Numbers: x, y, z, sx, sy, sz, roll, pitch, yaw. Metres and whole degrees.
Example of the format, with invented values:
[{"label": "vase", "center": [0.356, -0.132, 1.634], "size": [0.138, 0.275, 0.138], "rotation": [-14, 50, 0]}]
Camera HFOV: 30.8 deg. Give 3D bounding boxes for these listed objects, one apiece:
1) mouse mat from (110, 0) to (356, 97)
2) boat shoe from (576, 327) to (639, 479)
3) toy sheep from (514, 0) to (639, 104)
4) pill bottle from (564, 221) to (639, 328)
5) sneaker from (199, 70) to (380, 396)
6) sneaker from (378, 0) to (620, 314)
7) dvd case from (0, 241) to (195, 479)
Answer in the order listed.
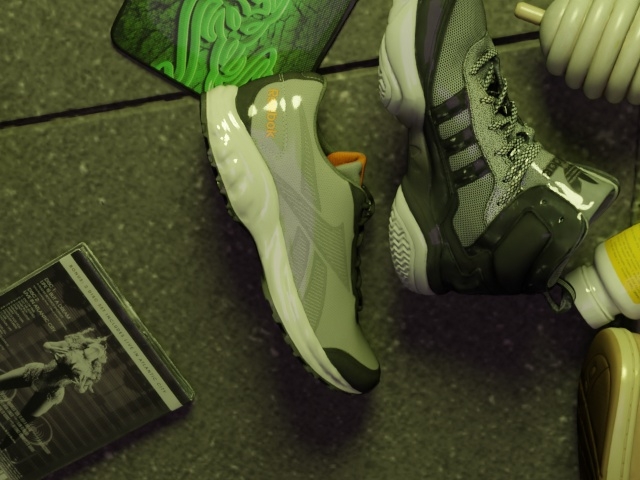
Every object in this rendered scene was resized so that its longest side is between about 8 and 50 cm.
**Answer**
[{"label": "mouse mat", "center": [-0.055, -0.187, 0.855], "size": [0.152, 0.007, 0.190], "rotation": [30, 116, -4]}, {"label": "boat shoe", "center": [0.266, 0.210, 0.920], "size": [0.110, 0.122, 0.341], "rotation": [-5, 123, 7]}, {"label": "toy sheep", "center": [0.196, -0.139, 0.792], "size": [0.132, 0.091, 0.091], "rotation": [22, 116, 15]}, {"label": "pill bottle", "center": [0.244, 0.019, 0.861], "size": [0.116, 0.065, 0.065], "rotation": [-31, 105, 20]}, {"label": "sneaker", "center": [0.000, 0.000, 0.879], "size": [0.108, 0.100, 0.272], "rotation": [-20, 112, 3]}, {"label": "sneaker", "center": [0.129, -0.072, 0.800], "size": [0.153, 0.101, 0.269], "rotation": [14, 123, 28]}, {"label": "dvd case", "center": [-0.242, 0.118, 1.014], "size": [0.221, 0.018, 0.164], "rotation": [-29, 105, 21]}]
